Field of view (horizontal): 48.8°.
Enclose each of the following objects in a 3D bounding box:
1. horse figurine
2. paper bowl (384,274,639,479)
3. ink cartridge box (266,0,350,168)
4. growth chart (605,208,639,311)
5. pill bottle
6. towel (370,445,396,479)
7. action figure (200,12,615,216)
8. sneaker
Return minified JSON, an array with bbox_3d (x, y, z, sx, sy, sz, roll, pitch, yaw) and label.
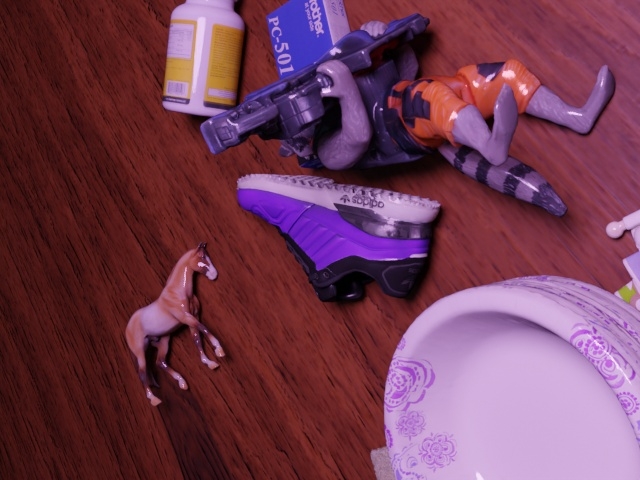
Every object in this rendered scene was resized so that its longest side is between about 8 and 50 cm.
[{"bbox_3d":[-0.235,0.143,1.096,0.263,0.066,0.174,-39,72,33],"label":"horse figurine"},{"bbox_3d":[0.204,0.173,0.635,0.284,0.148,0.284,9,102,47],"label":"paper bowl"},{"bbox_3d":[-0.001,-0.203,0.883,0.097,0.046,0.207,-19,79,39],"label":"ink cartridge box"},{"bbox_3d":[0.341,0.061,0.604,0.172,0.021,0.237,-28,73,40],"label":"growth chart"},{"bbox_3d":[-0.161,-0.268,0.986,0.103,0.103,0.184,17,103,40],"label":"pill bottle"},{"bbox_3d":[0.123,0.279,0.804,0.148,0.027,0.110,-22,76,40],"label":"towel"},{"bbox_3d":[0.061,-0.105,0.687,0.330,0.341,0.178,10,125,44],"label":"action figure"},{"bbox_3d":[0.000,0.000,0.854,0.293,0.102,0.146,14,102,41],"label":"sneaker"}]
